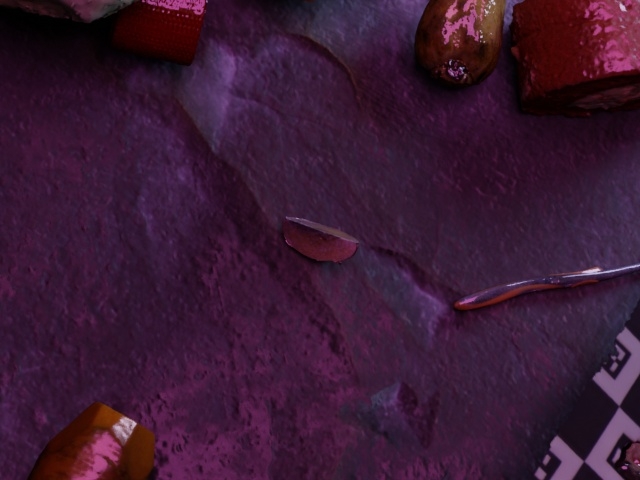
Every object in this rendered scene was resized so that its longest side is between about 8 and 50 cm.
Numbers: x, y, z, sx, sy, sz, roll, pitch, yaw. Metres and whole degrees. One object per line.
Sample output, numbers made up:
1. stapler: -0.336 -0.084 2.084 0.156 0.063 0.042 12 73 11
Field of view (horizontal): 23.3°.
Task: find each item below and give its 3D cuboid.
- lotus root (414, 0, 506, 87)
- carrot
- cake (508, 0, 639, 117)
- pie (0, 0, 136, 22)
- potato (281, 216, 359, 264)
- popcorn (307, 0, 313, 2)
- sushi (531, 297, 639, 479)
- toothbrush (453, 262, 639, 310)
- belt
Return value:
1. lotus root: 0.181 -0.277 1.877 0.108 0.094 0.190 21 87 -28
2. carrot: -0.277 0.312 1.604 0.114 0.114 0.301 30 72 -4
3. cake: 0.372 -0.242 1.889 0.283 0.177 0.150 -3 75 -14
4. pie: -0.323 -0.430 1.713 0.395 0.180 0.418 3 68 15
5. potato: 0.000 0.001 1.805 0.093 0.036 0.037 19 107 10
6. popcorn: -0.005 -0.406 1.822 0.250 0.190 0.250 1 100 6
7. sushi: 0.403 0.237 1.812 0.296 0.100 0.373 43 59 -9
8. toothbrush: 0.306 0.044 1.871 0.321 0.023 0.031 -15 71 -18
9. belt: -0.190 -0.307 1.792 0.124 0.128 0.200 11 73 -12
